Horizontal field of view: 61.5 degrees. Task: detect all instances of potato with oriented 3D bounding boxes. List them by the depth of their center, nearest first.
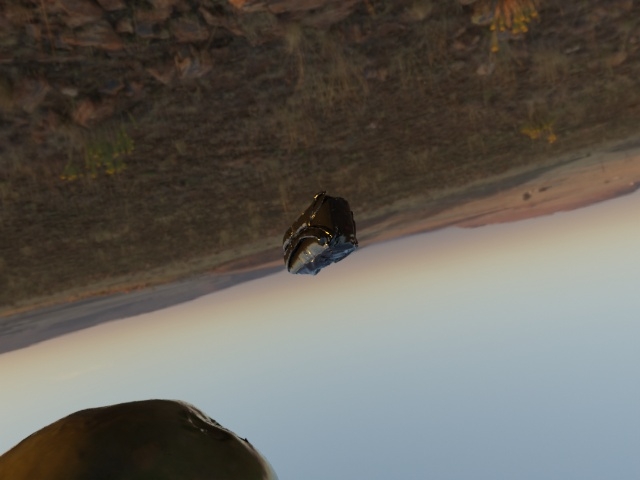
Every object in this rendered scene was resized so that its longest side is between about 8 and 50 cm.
[{"bbox_3d":[-0.175,0.267,0.415,0.326,0.243,0.221,-36,-162,-36],"label":"potato"}]

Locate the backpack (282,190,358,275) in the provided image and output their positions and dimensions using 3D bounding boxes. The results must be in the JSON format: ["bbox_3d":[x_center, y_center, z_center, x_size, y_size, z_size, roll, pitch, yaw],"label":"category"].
[{"bbox_3d":[-0.001,-0.002,0.990,0.106,0.119,0.165,12,149,-25],"label":"backpack"}]
